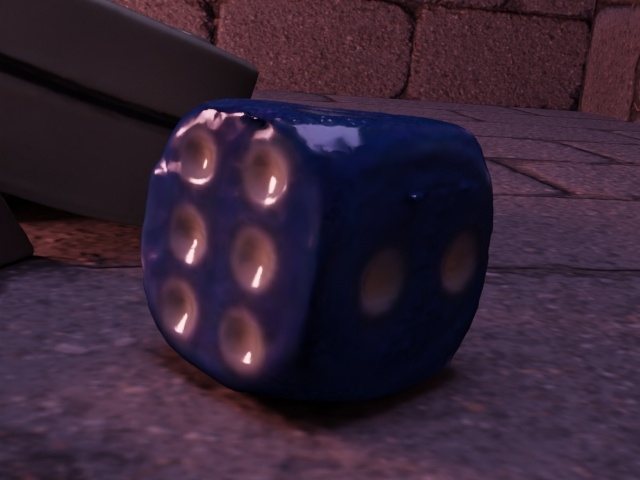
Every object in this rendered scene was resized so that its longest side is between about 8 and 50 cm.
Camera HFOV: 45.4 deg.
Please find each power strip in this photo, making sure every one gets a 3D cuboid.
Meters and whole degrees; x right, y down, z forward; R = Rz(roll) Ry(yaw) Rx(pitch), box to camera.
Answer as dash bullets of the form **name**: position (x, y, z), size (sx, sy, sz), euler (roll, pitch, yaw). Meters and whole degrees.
- **power strip**: position (-0.243, -0.149, 0.679), size (0.357, 0.162, 0.357), euler (22, 9, -4)

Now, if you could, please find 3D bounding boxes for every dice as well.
- **dice**: position (0.000, 0.000, 0.415), size (0.146, 0.143, 0.146), euler (17, 15, 41)

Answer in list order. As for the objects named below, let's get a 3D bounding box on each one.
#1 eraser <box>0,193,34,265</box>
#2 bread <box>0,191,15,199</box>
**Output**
- **eraser**: position (-0.316, 0.006, 0.425), size (0.111, 0.077, 0.352), euler (12, 16, 17)
- **bread**: position (-0.391, -0.074, 0.769), size (0.266, 0.041, 0.267), euler (4, 15, -1)
